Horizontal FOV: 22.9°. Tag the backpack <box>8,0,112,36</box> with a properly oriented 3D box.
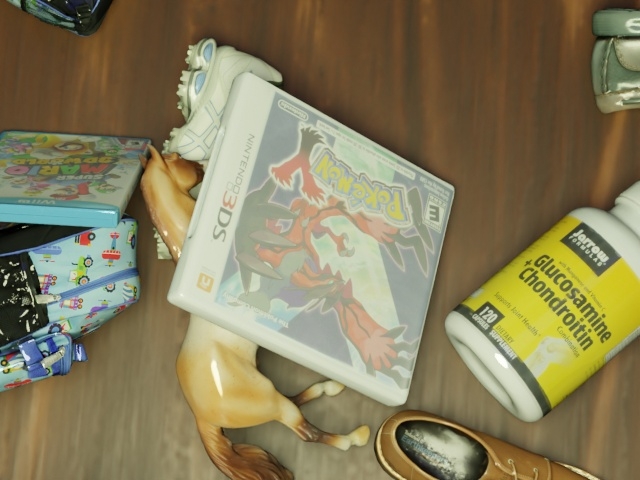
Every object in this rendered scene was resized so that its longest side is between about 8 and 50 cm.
[{"bbox_3d":[-0.208,-0.222,1.234,0.114,0.084,0.105,26,79,1],"label":"backpack"}]

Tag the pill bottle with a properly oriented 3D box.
[{"bbox_3d":[0.189,0.041,1.166,0.184,0.103,0.103,-40,81,-7],"label":"pill bottle"}]

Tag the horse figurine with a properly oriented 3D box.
[{"bbox_3d":[-0.048,0.065,1.153,0.174,0.066,0.263,7,80,-30],"label":"horse figurine"}]

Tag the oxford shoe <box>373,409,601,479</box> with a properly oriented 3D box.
[{"bbox_3d":[0.139,0.184,1.152,0.212,0.076,0.076,21,78,3],"label":"oxford shoe"}]

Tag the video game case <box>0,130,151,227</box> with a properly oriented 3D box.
[{"bbox_3d":[-0.195,-0.048,1.166,0.119,0.166,0.015,4,112,1],"label":"video game case"}]

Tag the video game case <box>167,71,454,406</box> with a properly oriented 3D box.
[{"bbox_3d":[0.000,0.000,1.148,0.201,0.023,0.183,28,64,-27],"label":"video game case"}]

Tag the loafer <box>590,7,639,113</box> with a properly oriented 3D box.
[{"bbox_3d":[0.342,-0.131,1.218,0.267,0.096,0.084,5,98,9],"label":"loafer"}]

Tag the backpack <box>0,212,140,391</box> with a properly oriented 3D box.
[{"bbox_3d":[-0.208,0.043,1.150,0.173,0.158,0.117,-17,89,-20],"label":"backpack"}]

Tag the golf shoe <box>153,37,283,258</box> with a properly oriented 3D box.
[{"bbox_3d":[-0.078,-0.066,1.212,0.086,0.069,0.176,14,80,-2],"label":"golf shoe"}]
